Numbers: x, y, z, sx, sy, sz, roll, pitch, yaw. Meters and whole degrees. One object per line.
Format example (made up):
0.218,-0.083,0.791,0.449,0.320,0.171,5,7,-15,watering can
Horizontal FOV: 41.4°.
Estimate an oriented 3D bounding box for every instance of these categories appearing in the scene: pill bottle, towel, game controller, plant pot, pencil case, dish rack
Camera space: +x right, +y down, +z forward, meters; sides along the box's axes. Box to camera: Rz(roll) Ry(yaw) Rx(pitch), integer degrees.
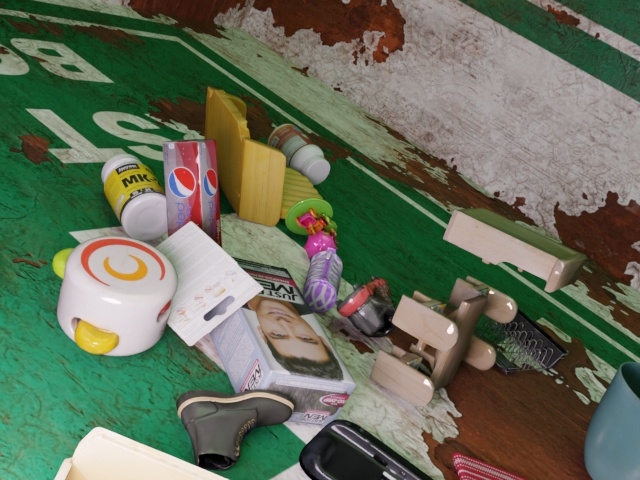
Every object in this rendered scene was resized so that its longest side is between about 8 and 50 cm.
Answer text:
-0.411,-0.101,1.884,0.119,0.119,0.208,10,27,-38,pill bottle
0.347,0.507,1.527,0.199,0.031,0.275,25,21,-17,towel
-0.065,-0.270,2.685,0.121,0.121,0.216,6,31,-44,pill bottle
0.116,0.425,1.426,0.319,0.067,0.166,33,36,15,game controller
0.715,0.446,1.840,0.293,0.235,0.293,24,22,-11,plant pot
0.009,0.091,1.997,0.086,0.088,0.206,23,22,-5,pencil case
0.498,0.262,2.222,0.272,0.074,0.208,5,30,-45,dish rack

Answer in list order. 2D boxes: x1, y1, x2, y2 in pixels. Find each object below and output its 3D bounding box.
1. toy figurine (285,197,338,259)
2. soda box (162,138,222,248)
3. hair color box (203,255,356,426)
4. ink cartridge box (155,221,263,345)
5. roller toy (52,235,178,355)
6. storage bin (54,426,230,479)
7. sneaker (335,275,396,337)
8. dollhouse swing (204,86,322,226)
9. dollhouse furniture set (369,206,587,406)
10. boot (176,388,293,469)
0.000,0.000,2.211,0.173,0.130,0.159,42,21,-44,toy figurine
-0.271,-0.083,1.807,0.092,0.263,0.083,2,11,21,soda box
-0.099,0.182,1.622,0.185,0.113,0.374,14,26,-33,hair color box
-0.243,0.088,1.605,0.181,0.056,0.225,-39,62,-21,ink cartridge box
-0.349,0.100,1.459,0.191,0.146,0.209,-5,39,-37,roller toy
-0.219,0.381,1.007,0.260,0.123,0.262,25,22,-8,storage bin
0.126,0.160,1.977,0.135,0.097,0.276,48,14,7,sneaker
-0.127,-0.232,2.326,0.305,0.315,0.347,-6,34,-22,dollhouse swing
0.355,0.161,1.818,0.256,0.394,0.362,28,18,27,dollhouse furniture set
-0.126,0.313,1.365,0.198,0.076,0.137,3,35,-23,boot
